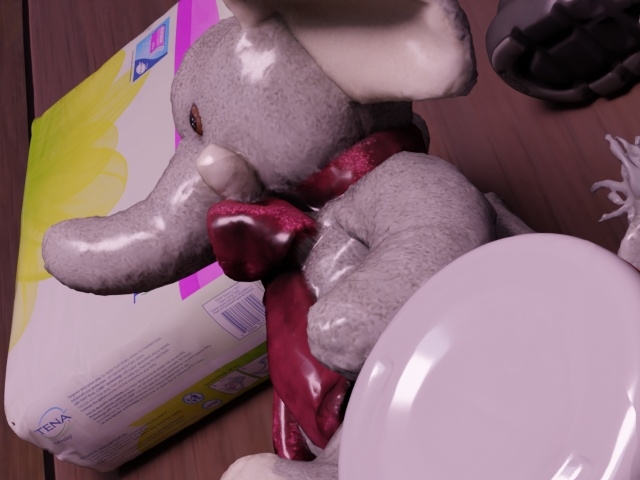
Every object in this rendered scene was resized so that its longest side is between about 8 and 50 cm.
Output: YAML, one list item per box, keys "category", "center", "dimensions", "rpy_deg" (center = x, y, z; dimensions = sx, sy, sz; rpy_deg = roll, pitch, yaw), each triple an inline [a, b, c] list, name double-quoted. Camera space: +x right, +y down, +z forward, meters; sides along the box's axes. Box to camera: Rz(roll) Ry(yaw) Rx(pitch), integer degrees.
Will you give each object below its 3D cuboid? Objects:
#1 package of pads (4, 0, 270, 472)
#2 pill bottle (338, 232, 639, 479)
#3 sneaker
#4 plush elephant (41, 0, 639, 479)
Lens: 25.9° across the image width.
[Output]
- category: "package of pads"
  center: [-0.104, -0.018, 0.930]
  dimensions: [0.229, 0.101, 0.296]
  rpy_deg: [-34, 41, 28]
- category: "pill bottle"
  center: [0.121, 0.097, 0.479]
  dimensions: [0.124, 0.221, 0.124]
  rpy_deg: [-29, 44, 32]
- category: "sneaker"
  center: [0.194, -0.164, 0.699]
  dimensions: [0.267, 0.101, 0.106]
  rpy_deg: [-19, 48, 40]
- category: "plush elephant"
  center: [0.000, 0.000, 0.645]
  dimensions: [0.255, 0.272, 0.330]
  rpy_deg: [40, 78, 15]
